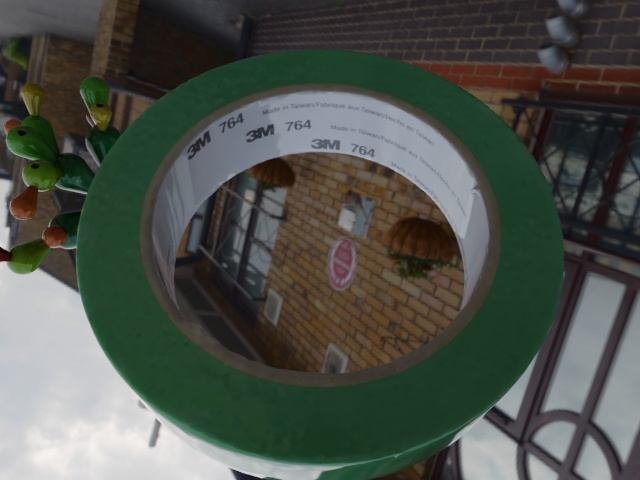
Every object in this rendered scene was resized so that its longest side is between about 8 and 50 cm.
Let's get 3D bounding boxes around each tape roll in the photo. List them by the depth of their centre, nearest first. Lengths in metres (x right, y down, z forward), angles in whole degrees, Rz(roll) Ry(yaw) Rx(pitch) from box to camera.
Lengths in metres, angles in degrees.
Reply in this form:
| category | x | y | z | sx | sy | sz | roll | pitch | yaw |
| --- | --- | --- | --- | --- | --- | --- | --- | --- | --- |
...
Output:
| category | x | y | z | sx | sy | sz | roll | pitch | yaw |
| --- | --- | --- | --- | --- | --- | --- | --- | --- | --- |
| tape roll | 0.000 | 0.000 | 0.422 | 0.322 | 0.321 | 0.077 | 15 | 149 | 8 |

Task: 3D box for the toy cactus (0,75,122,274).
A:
| category | x | y | z | sx | sy | sz | roll | pitch | yaw |
| --- | --- | --- | --- | --- | --- | --- | --- | --- | --- |
| toy cactus | -0.246 | -0.053 | 0.606 | 0.112 | 0.218 | 0.180 | -12 | 149 | 31 |
